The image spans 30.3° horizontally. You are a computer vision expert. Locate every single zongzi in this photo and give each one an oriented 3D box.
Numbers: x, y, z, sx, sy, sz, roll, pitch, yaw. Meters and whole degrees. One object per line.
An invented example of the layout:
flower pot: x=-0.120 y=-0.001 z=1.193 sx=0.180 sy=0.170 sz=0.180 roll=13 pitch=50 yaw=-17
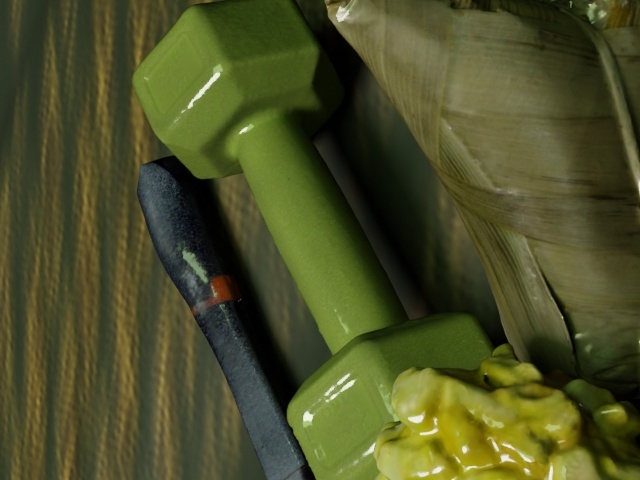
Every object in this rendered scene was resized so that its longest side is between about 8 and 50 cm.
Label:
zongzi: x=0.081 y=-0.022 z=0.508 sx=0.099 sy=0.197 sz=0.195 roll=-3 pitch=88 yaw=60

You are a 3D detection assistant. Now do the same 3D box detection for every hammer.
hammer: x=-0.050 y=0.061 z=0.733 sx=0.137 sy=0.037 sz=0.290 roll=-43 pitch=60 yaw=33

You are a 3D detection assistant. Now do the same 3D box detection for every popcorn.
popcorn: x=0.084 y=0.101 z=0.487 sx=0.120 sy=0.106 sz=0.116 roll=-17 pitch=64 yaw=27

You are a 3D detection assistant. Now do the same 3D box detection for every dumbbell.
dumbbell: x=0.000 y=0.000 z=0.640 sx=0.121 sy=0.108 sz=0.302 roll=-45 pitch=58 yaw=30
